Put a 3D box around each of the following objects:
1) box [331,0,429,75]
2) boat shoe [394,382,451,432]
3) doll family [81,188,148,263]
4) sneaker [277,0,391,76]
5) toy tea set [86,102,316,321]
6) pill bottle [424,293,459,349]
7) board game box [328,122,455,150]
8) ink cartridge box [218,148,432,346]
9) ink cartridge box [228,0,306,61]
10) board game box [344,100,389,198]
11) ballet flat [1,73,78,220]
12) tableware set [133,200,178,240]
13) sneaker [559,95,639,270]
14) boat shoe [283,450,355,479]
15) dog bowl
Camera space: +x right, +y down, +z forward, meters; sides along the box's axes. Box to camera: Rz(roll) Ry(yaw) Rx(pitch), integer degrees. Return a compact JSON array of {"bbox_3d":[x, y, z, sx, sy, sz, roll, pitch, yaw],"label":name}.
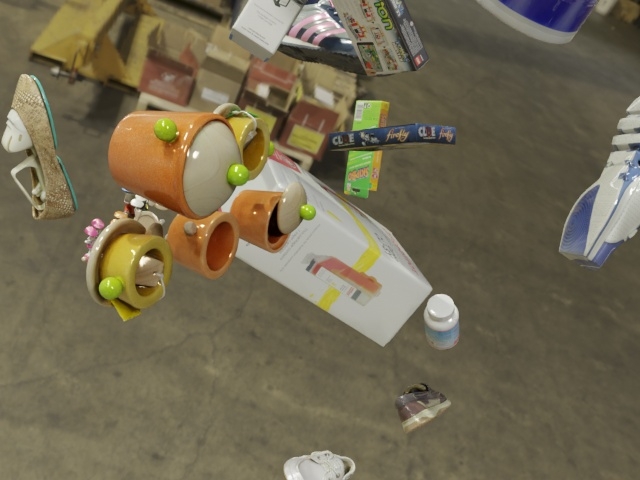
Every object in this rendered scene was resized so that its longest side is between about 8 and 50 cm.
[{"bbox_3d":[0.078,-0.353,1.145,0.114,0.207,0.036,8,47,49],"label":"box"},{"bbox_3d":[0.246,0.394,1.823,0.092,0.103,0.285,63,18,10],"label":"boat shoe"},{"bbox_3d":[-0.505,-0.023,1.948,0.118,0.163,0.263,24,53,9],"label":"doll family"},{"bbox_3d":[0.027,-0.409,1.447,0.319,0.131,0.112,23,0,32],"label":"sneaker"},{"bbox_3d":[-0.087,-0.039,0.763,0.124,0.200,0.336,15,18,22],"label":"toy tea set"},{"bbox_3d":[0.305,0.203,1.875,0.087,0.160,0.087,-5,55,8],"label":"pill bottle"},{"bbox_3d":[0.163,-0.233,1.708,0.243,0.042,0.165,1,4,40],"label":"board game box"},{"bbox_3d":[0.000,0.000,1.466,0.384,0.160,0.279,34,13,-25],"label":"ink cartridge box"},{"bbox_3d":[-0.070,-0.425,1.303,0.086,0.203,0.148,31,1,-12],"label":"ink cartridge box"},{"bbox_3d":[0.123,-0.247,2.024,0.039,0.259,0.124,7,6,-31],"label":"board game box"},{"bbox_3d":[-0.378,-0.113,0.983,0.067,0.206,0.073,-27,34,-30],"label":"ballet flat"},{"bbox_3d":[-0.376,-0.052,1.859,0.168,0.141,0.020,28,-6,-14],"label":"tableware set"},{"bbox_3d":[0.560,-0.075,1.258,0.182,0.315,0.127,27,3,-10],"label":"sneaker"},{"bbox_3d":[0.005,0.505,1.643,0.098,0.096,0.277,63,12,19],"label":"boat shoe"},{"bbox_3d":[0.405,-0.502,1.442,0.265,0.104,0.265,18,41,-16],"label":"dog bowl"}]
